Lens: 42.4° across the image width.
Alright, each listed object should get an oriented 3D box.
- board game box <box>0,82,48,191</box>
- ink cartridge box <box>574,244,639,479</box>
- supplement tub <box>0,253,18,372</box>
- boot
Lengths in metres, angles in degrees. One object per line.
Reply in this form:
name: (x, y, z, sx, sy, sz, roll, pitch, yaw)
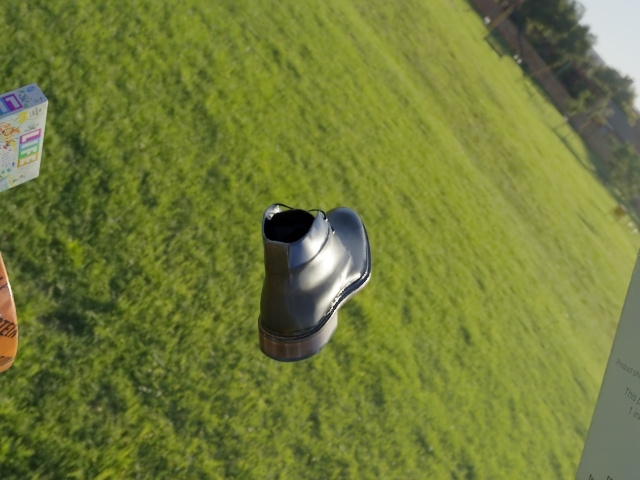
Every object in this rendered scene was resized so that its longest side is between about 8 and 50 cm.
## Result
board game box: (-0.347, -0.096, 0.875, 0.103, 0.154, 0.026, -31, 79, -32)
ink cartridge box: (0.204, 0.014, 0.295, 0.158, 0.218, 0.092, 11, 8, -17)
supplement tub: (-0.322, 0.059, 0.380, 0.316, 0.194, 0.194, -24, 72, -39)
boot: (0.000, 0.000, 0.732, 0.219, 0.082, 0.106, -65, 157, -55)
